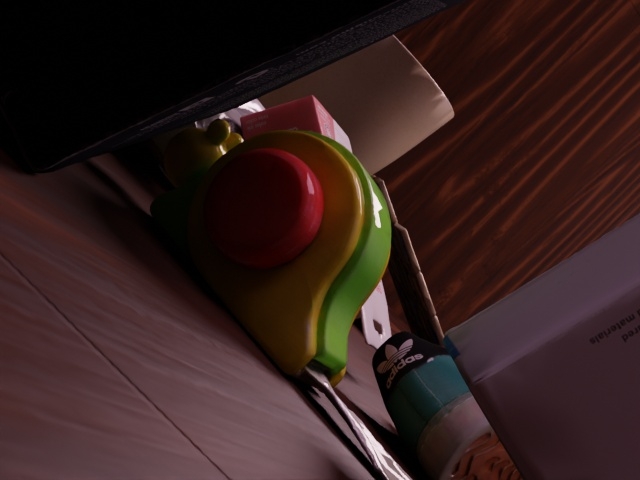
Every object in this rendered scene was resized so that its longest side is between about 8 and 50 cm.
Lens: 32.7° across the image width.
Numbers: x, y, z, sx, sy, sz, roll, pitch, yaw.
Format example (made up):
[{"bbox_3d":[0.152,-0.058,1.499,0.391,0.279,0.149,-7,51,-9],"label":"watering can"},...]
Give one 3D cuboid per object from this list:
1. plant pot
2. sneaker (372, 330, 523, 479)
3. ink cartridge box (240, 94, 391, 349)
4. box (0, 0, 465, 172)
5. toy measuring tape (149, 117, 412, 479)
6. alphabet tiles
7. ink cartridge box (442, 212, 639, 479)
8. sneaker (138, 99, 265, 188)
[{"bbox_3d":[-0.017,-0.154,1.392,0.256,0.274,0.256,46,2,-2],"label":"plant pot"},{"bbox_3d":[0.141,0.148,0.818,0.302,0.108,0.121,41,9,-49],"label":"sneaker"},{"bbox_3d":[0.000,0.000,0.867,0.115,0.067,0.198,39,37,-70],"label":"ink cartridge box"},{"bbox_3d":[-0.065,-0.233,0.617,0.294,0.212,0.395,65,13,-6],"label":"box"},{"bbox_3d":[0.022,0.034,0.617,0.330,0.121,0.121,46,2,27],"label":"toy measuring tape"},{"bbox_3d":[0.123,0.072,1.464,0.285,0.011,0.343,-129,-161,-80],"label":"alphabet tiles"},{"bbox_3d":[0.196,0.113,0.542,0.233,0.168,0.171,58,2,-1],"label":"ink cartridge box"},{"bbox_3d":[-0.099,-0.069,0.919,0.281,0.105,0.115,34,34,-71],"label":"sneaker"}]
